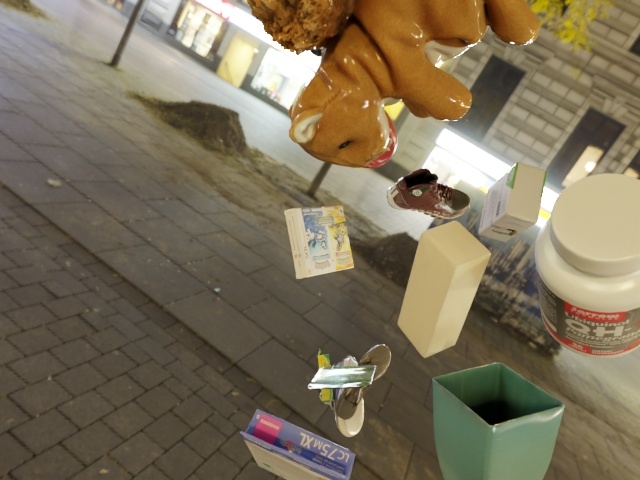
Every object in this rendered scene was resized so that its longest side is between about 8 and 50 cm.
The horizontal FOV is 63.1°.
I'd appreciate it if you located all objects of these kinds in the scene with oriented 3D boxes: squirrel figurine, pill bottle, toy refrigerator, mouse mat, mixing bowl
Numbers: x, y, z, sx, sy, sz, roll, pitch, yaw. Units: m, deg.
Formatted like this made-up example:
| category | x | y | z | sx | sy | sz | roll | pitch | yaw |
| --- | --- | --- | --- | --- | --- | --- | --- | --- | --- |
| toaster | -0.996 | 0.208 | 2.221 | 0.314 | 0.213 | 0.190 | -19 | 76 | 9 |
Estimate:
| category | x | y | z | sx | sy | sz | roll | pitch | yaw |
| --- | --- | --- | --- | --- | --- | --- | --- | --- | --- |
| squirrel figurine | 0.057 | -0.317 | 0.805 | 0.397 | 0.370 | 0.281 | 40 | 20 | -24 |
| pill bottle | 0.412 | 0.044 | 0.767 | 0.176 | 0.176 | 0.318 | 42 | -6 | 37 |
| toy refrigerator | 0.239 | 0.101 | 1.030 | 0.094 | 0.270 | 0.102 | -17 | 46 | -22 |
| mouse mat | 0.057 | 0.339 | 1.298 | 0.152 | 0.007 | 0.189 | -5 | 0 | 10 |
| mixing bowl | 0.134 | -0.262 | 1.386 | 0.181 | 0.181 | 0.098 | 19 | 21 | -37 |

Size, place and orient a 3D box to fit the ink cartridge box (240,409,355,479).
| category | x | y | z | sx | sy | sz | roll | pitch | yaw |
| --- | --- | --- | --- | --- | --- | --- | --- | --- | --- |
| ink cartridge box | -0.035 | 0.390 | 0.934 | 0.185 | 0.065 | 0.311 | 20 | -28 | 13 |

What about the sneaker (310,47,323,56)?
| category | x | y | z | sx | sy | sz | roll | pitch | yaw |
| --- | --- | --- | --- | --- | --- | --- | --- | --- | --- |
| sneaker | 0.086 | -0.537 | 1.330 | 0.234 | 0.106 | 0.078 | 0 | -38 | 26 |

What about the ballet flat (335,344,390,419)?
| category | x | y | z | sx | sy | sz | roll | pitch | yaw |
| --- | --- | --- | --- | --- | --- | --- | --- | --- | --- |
| ballet flat | 0.123 | 0.416 | 1.549 | 0.084 | 0.250 | 0.058 | 33 | -4 | -8 |

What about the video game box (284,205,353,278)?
| category | x | y | z | sx | sy | sz | roll | pitch | yaw |
| --- | --- | --- | --- | --- | --- | --- | --- | --- | --- |
| video game box | 0.000 | 0.000 | 1.443 | 0.048 | 0.187 | 0.205 | -10 | -1 | 42 |

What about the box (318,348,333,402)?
| category | x | y | z | sx | sy | sz | roll | pitch | yaw |
| --- | --- | --- | --- | --- | --- | --- | --- | --- | --- |
| box | 0.017 | 0.480 | 1.856 | 0.043 | 0.179 | 0.105 | -7 | -20 | -2 |

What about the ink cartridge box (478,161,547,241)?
| category | x | y | z | sx | sy | sz | roll | pitch | yaw |
| --- | --- | --- | --- | --- | --- | --- | --- | --- | --- |
| ink cartridge box | 0.694 | -0.131 | 1.900 | 0.117 | 0.201 | 0.278 | 16 | -15 | 1 |

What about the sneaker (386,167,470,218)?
| category | x | y | z | sx | sy | sz | roll | pitch | yaw |
| --- | --- | --- | --- | --- | --- | --- | --- | --- | --- |
| sneaker | 0.356 | -0.147 | 1.592 | 0.281 | 0.162 | 0.107 | 3 | 66 | -13 |

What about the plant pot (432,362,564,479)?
| category | x | y | z | sx | sy | sz | roll | pitch | yaw |
| --- | --- | --- | --- | --- | --- | --- | --- | --- | --- |
| plant pot | 0.312 | 0.382 | 0.964 | 0.165 | 0.234 | 0.165 | -5 | 16 | -22 |

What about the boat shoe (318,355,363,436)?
| category | x | y | z | sx | sy | sz | roll | pitch | yaw |
| --- | --- | --- | --- | --- | --- | --- | --- | --- | --- |
| boat shoe | 0.068 | 0.601 | 1.957 | 0.127 | 0.158 | 0.341 | 49 | 26 | -21 |
